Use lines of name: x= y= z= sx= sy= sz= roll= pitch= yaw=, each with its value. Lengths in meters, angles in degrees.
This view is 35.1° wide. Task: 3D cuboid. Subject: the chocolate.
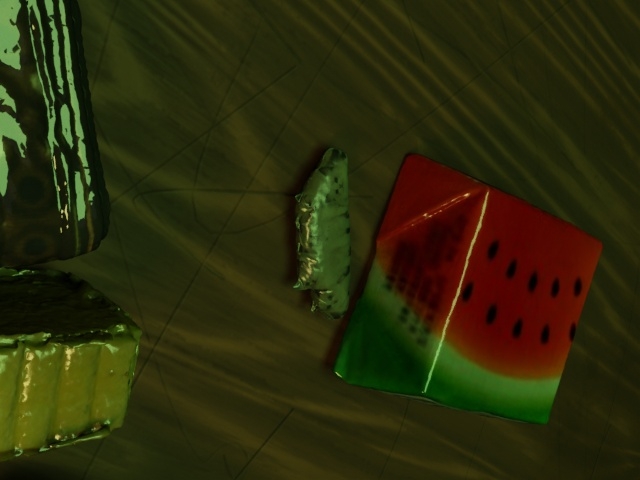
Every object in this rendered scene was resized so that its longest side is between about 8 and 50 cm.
chocolate: x=0.231 y=0.089 z=1.482 sx=0.360 sy=0.161 sz=0.341 roll=20 pitch=87 yaw=-42

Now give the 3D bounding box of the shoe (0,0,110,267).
shoe: x=-0.341 y=-0.146 z=0.917 sx=0.237 sy=0.171 sz=0.384 roll=-16 pitch=110 yaw=-28

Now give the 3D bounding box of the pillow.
pillow: x=-0.001 y=-0.001 z=1.330 sx=0.093 sy=0.051 sz=0.241 roll=-17 pitch=116 yaw=-42

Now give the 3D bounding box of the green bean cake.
green bean cake: x=-0.315 y=0.115 z=0.984 sx=0.230 sy=0.224 sz=0.131 roll=-4 pitch=110 yaw=-38
